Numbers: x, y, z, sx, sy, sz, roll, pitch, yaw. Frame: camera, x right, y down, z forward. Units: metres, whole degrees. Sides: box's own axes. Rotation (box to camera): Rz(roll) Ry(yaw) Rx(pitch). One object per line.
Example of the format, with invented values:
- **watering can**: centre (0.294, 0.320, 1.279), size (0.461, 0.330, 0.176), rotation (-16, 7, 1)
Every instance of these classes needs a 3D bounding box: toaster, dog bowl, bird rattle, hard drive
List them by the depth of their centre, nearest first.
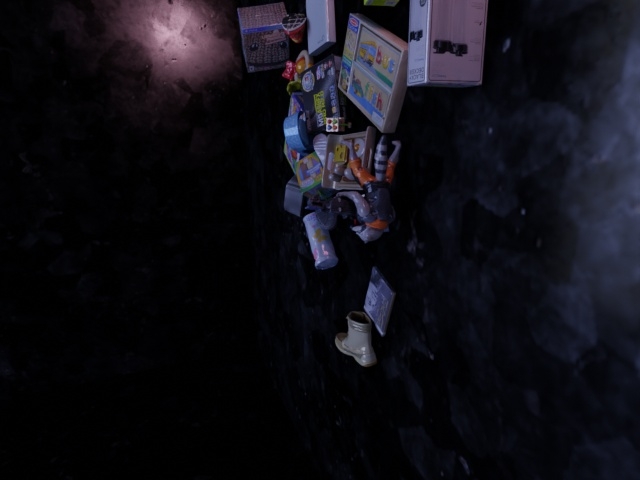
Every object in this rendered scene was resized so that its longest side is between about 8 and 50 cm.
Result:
- **hard drive**: centre (-0.005, -0.997, 1.846), size (0.233, 0.047, 0.353), rotation (-159, 63, -67)
- **dog bowl**: centre (-0.078, -0.464, 1.933), size (0.297, 0.074, 0.166), rotation (6, -102, -72)
- **bird rattle**: centre (-0.083, -0.804, 2.076), size (0.207, 0.143, 0.253), rotation (128, 145, -47)
- **toaster**: centre (-0.095, -0.236, 2.147), size (0.168, 0.110, 0.185), rotation (-58, -17, -49)

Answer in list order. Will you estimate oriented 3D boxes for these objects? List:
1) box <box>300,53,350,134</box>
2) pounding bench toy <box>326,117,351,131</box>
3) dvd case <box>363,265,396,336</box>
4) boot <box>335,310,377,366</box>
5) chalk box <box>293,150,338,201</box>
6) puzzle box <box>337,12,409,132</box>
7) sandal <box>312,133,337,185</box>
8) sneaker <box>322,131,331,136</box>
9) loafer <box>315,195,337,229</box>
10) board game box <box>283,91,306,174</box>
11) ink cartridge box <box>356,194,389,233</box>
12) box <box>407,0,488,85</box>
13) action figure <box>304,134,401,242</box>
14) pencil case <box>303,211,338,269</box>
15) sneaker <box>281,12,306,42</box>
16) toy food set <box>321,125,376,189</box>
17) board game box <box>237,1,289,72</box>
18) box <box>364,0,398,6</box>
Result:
- **box**: centre (0.016, -0.597, 1.810), size (0.216, 0.060, 0.270), rotation (-5, 92, 49)
- **pounding bench toy**: centre (0.071, -0.449, 1.685), size (0.083, 0.065, 0.052), rotation (8, 108, 26)
- **dvd case**: centre (0.225, 0.235, 1.682), size (0.164, 0.018, 0.221), rotation (-123, 32, -49)
- **boot**: centre (0.138, 0.386, 1.826), size (0.262, 0.095, 0.203), rotation (23, 125, 62)
- **chalk box**: centre (-0.012, -0.257, 1.911), size (0.132, 0.132, 0.213), rotation (32, -143, -55)
- **puzzle box**: centre (0.177, -0.584, 1.498), size (0.409, 0.052, 0.272), rotation (-119, 31, -45)
- **sandal**: centre (0.059, -0.336, 1.840), size (0.102, 0.076, 0.265), rotation (-32, 73, 24)
- **sneaker**: centre (0.029, -0.537, 1.909), size (0.071, 0.066, 0.188), rotation (8, 107, 47)
- **loafer**: centre (0.025, -0.173, 2.000), size (0.095, 0.109, 0.302), rotation (34, -146, -58)
- **board game box**: centre (-0.099, -0.532, 2.197), size (0.347, 0.078, 0.233), rotation (103, 151, -42)
- **ink cartridge box**: centre (0.183, -0.098, 1.583), size (0.092, 0.090, 0.143), rotation (177, 87, -69)
- **box**: centre (0.300, -0.517, 1.032), size (0.087, 0.169, 0.290), rotation (-149, 54, -64)
- **action figure**: centre (0.132, -0.154, 1.375), size (0.178, 0.341, 0.330), rotation (2, 95, 62)
- **pencil case**: centre (0.000, 0.000, 2.064), size (0.124, 0.113, 0.273), rotation (82, 173, -69)
- **sneaker**: centre (-0.108, -0.970, 2.003), size (0.279, 0.107, 0.118), rotation (-80, -12, -55)
- **toy food set**: centre (0.096, -0.308, 1.655), size (0.306, 0.092, 0.219), rotation (15, 100, 61)
- **board game box**: centre (-0.283, -1.028, 2.221), size (0.291, 0.232, 0.141), rotation (98, 158, -68)
- **box**: centre (0.179, -0.817, 1.335), size (0.042, 0.109, 0.178), rotation (177, 86, -73)
